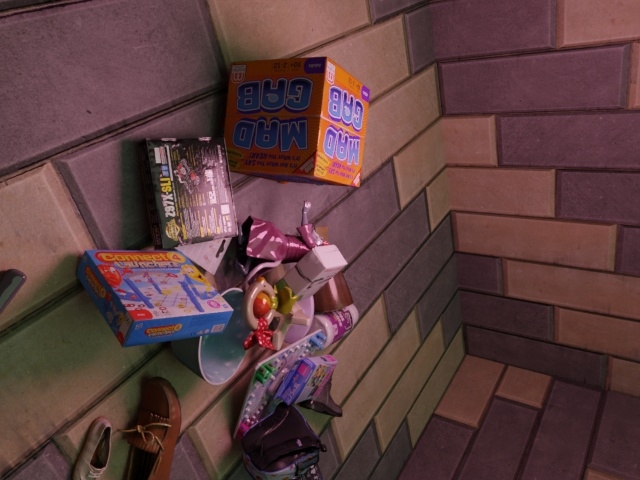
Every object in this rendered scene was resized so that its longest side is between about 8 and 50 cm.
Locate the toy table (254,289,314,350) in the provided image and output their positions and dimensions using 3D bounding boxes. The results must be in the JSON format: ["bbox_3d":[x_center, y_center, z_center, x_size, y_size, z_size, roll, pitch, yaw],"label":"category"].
[{"bbox_3d":[-0.136,0.278,1.898,0.161,0.253,0.274,-11,95,-70],"label":"toy table"}]

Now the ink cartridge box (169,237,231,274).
[{"bbox_3d":[-0.399,-0.017,1.619,0.189,0.066,0.232,-67,150,-19],"label":"ink cartridge box"}]

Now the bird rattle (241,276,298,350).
[{"bbox_3d":[-0.207,0.241,1.663,0.253,0.143,0.206,-54,135,-30],"label":"bird rattle"}]

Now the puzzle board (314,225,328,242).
[{"bbox_3d":[0.000,0.000,2.197,0.096,0.011,0.128,-4,101,-55],"label":"puzzle board"}]

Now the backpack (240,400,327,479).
[{"bbox_3d":[-0.161,0.778,1.834,0.264,0.277,0.213,-12,123,-34],"label":"backpack"}]

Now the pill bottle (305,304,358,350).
[{"bbox_3d":[0.047,0.367,2.191,0.302,0.169,0.169,-16,109,-57],"label":"pill bottle"}]

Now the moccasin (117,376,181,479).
[{"bbox_3d":[-0.527,0.606,1.503,0.147,0.139,0.379,1,106,-63],"label":"moccasin"}]

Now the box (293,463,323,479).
[{"bbox_3d":[-0.141,0.923,1.982,0.142,0.248,0.163,-44,130,-42],"label":"box"}]

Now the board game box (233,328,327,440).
[{"bbox_3d":[-0.151,0.573,1.945,0.390,0.050,0.389,-19,135,-51],"label":"board game box"}]

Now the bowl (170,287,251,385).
[{"bbox_3d":[-0.366,0.296,1.593,0.312,0.163,0.311,7,90,-68],"label":"bowl"}]

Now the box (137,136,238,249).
[{"bbox_3d":[-0.397,-0.149,1.492,0.257,0.079,0.321,-13,98,-39],"label":"box"}]

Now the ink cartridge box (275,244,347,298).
[{"bbox_3d":[-0.032,0.120,1.779,0.092,0.219,0.160,55,28,17],"label":"ink cartridge box"}]

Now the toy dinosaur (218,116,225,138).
[{"bbox_3d":[-0.329,-0.359,1.665,0.082,0.090,0.047,-44,156,6],"label":"toy dinosaur"}]

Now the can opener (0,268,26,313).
[{"bbox_3d":[-0.767,0.197,1.128,0.093,0.074,0.280,36,64,-33],"label":"can opener"}]

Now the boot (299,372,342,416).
[{"bbox_3d":[0.033,0.696,2.303,0.338,0.118,0.222,47,51,-55],"label":"boot"}]

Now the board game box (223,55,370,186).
[{"bbox_3d":[-0.075,-0.386,1.680,0.356,0.357,0.355,0,97,-63],"label":"board game box"}]

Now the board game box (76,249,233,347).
[{"bbox_3d":[-0.450,0.144,1.344,0.308,0.302,0.086,2,121,-51],"label":"board game box"}]

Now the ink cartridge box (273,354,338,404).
[{"bbox_3d":[-0.053,0.557,1.969,0.185,0.065,0.311,-60,151,5],"label":"ink cartridge box"}]

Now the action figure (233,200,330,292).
[{"bbox_3d":[-0.121,0.024,1.784,0.371,0.275,0.248,2,136,-26],"label":"action figure"}]

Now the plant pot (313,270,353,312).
[{"bbox_3d":[0.016,0.174,2.115,0.215,0.216,0.230,-13,93,-52],"label":"plant pot"}]

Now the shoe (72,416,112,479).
[{"bbox_3d":[-0.644,0.618,1.394,0.077,0.058,0.218,22,79,-53],"label":"shoe"}]

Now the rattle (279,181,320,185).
[{"bbox_3d":[-0.069,-0.239,2.010,0.142,0.130,0.199,-61,167,-10],"label":"rattle"}]
